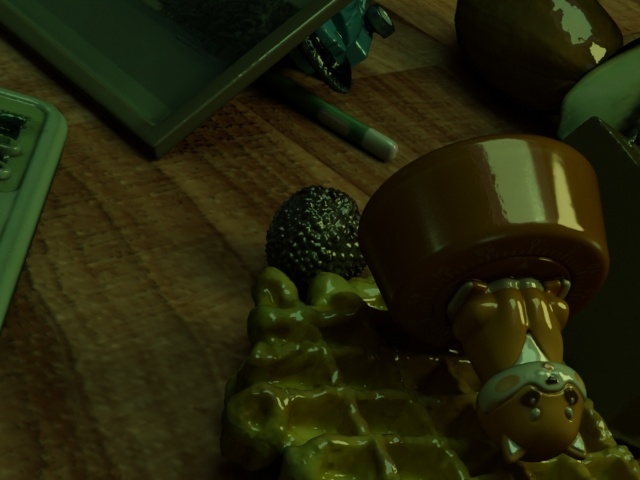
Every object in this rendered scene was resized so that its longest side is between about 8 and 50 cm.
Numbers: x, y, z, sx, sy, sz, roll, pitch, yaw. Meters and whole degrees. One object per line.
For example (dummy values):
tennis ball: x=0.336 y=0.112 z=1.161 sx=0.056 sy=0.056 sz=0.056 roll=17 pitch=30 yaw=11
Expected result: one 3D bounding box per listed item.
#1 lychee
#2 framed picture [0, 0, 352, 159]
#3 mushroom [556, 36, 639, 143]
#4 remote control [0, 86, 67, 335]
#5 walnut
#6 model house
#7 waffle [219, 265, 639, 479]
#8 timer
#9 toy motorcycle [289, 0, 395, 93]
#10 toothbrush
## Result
lychee: x=0.000 y=0.000 z=0.843 sx=0.067 sy=0.068 sz=0.083 roll=44 pitch=48 yaw=3
framed picture: x=-0.137 y=-0.203 z=1.030 sx=0.213 sy=0.016 sz=0.289 roll=-41 pitch=59 yaw=-17
mushroom: x=0.329 y=-0.080 z=1.107 sx=0.267 sy=0.164 sz=0.189 roll=-39 pitch=30 yaw=-20
remote control: x=-0.217 y=0.004 z=0.697 sx=0.128 sy=0.065 sz=0.335 roll=14 pitch=29 yaw=-8
walnut: x=0.195 y=-0.196 z=1.249 sx=0.137 sy=0.137 sz=0.245 roll=5 pitch=32 yaw=-26
model house: x=0.253 y=0.030 z=0.881 sx=0.248 sy=0.176 sz=0.181 roll=23 pitch=32 yaw=-51
waffle: x=0.039 y=0.086 z=0.731 sx=0.219 sy=0.057 sz=0.229 roll=6 pitch=30 yaw=-27
timer: x=0.097 y=0.043 z=0.685 sx=0.132 sy=0.132 sz=0.152 roll=6 pitch=52 yaw=-25
toy motorcycle: x=-0.021 y=-0.228 z=1.156 sx=0.182 sy=0.123 sz=0.272 roll=53 pitch=18 yaw=-15
toothbrush: x=-0.041 y=-0.132 z=1.095 sx=0.257 sy=0.018 sz=0.024 roll=33 pitch=34 yaw=22
